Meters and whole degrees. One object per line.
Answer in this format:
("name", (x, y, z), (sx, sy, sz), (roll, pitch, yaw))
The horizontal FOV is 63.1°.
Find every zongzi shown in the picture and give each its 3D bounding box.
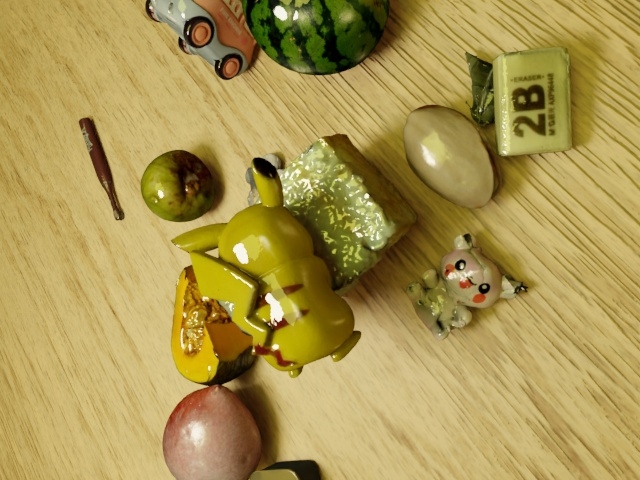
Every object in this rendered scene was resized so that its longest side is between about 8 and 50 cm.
("zongzi", (0.287, -0.277, 0.958), (0.119, 0.055, 0.109), (37, 99, 27))

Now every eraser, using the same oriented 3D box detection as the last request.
("eraser", (0.357, -0.232, 0.880), (0.117, 0.058, 0.172), (-3, 97, 10))

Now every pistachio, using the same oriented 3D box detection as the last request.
("pistachio", (0.237, -0.154, 0.944), (0.215, 0.144, 0.144), (46, 112, 9))

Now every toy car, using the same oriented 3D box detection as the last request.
("toy car", (-0.245, -0.525, 1.203), (0.180, 0.270, 0.212), (39, 90, 28))

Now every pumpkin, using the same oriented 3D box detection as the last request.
("pumpkin", (-0.248, 0.205, 1.242), (0.190, 0.139, 0.281), (12, 98, 36))

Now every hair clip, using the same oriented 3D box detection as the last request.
("hair clip", (-0.138, -0.076, 1.223), (0.146, 0.075, 0.257), (9, 100, 35))

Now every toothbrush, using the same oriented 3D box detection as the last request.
("toothbrush", (-0.663, -0.219, 1.575), (0.040, 0.041, 0.364), (-34, 72, 27))

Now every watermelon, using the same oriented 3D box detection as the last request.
("watermelon", (-0.004, -0.467, 1.020), (0.285, 0.285, 0.285), (-1, 88, 32))

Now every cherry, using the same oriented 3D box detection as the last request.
("cherry", (-0.252, 0.452, 1.181), (0.239, 0.206, 0.239), (28, 148, 19))

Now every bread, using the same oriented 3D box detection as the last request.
("bread", (-0.003, 0.005, 1.033), (0.239, 0.264, 0.395), (47, 113, 11))

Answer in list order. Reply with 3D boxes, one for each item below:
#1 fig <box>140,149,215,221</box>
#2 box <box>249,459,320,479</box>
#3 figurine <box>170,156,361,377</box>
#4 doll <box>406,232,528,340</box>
("fig", (-0.362, -0.136, 1.301), (0.191, 0.180, 0.181), (14, 97, 54))
("box", (-0.063, 0.592, 1.142), (0.144, 0.090, 0.201), (-20, 79, 30))
("figurine", (-0.083, 0.062, 0.841), (0.218, 0.169, 0.327), (-28, 82, 21))
("doll", (0.254, 0.089, 0.952), (0.192, 0.095, 0.149), (-44, 74, 22))
